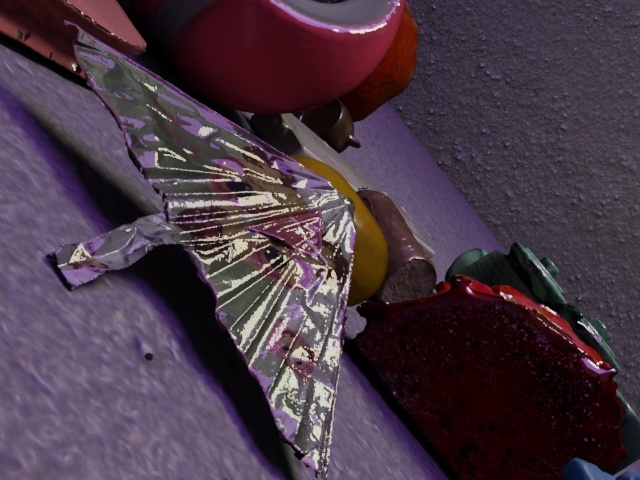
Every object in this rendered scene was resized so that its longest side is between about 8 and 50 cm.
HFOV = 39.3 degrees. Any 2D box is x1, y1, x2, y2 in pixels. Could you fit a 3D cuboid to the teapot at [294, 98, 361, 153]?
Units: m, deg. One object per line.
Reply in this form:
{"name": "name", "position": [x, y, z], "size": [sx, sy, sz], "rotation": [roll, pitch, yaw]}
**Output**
{"name": "teapot", "position": [0.008, -0.157, 1.278], "size": [0.121, 0.076, 0.068], "rotation": [21, -20, 40]}

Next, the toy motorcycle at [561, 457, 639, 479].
{"name": "toy motorcycle", "position": [0.135, 0.219, 0.231], "size": [0.172, 0.232, 0.416], "rotation": [32, 18, -20]}

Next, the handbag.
{"name": "handbag", "position": [-0.227, -0.205, 0.633], "size": [0.157, 0.059, 0.212], "rotation": [57, 13, 26]}

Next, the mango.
{"name": "mango", "position": [0.000, 0.000, 0.733], "size": [0.137, 0.098, 0.195], "rotation": [51, 6, 23]}

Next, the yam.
{"name": "yam", "position": [0.070, 0.010, 0.977], "size": [0.084, 0.084, 0.127], "rotation": [37, 15, -45]}

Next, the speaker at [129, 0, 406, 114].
{"name": "speaker", "position": [-0.051, -0.267, 0.939], "size": [0.294, 0.294, 0.294], "rotation": [46, 13, -14]}

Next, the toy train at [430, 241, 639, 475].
{"name": "toy train", "position": [0.251, 0.141, 1.032], "size": [0.238, 0.167, 0.299], "rotation": [47, 13, -38]}

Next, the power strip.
{"name": "power strip", "position": [0.042, -0.061, 1.166], "size": [0.367, 0.043, 0.106], "rotation": [34, 20, -48]}

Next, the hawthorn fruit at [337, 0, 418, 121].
{"name": "hawthorn fruit", "position": [0.018, -0.328, 1.385], "size": [0.254, 0.254, 0.300], "rotation": [57, 7, 31]}

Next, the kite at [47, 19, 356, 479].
{"name": "kite", "position": [-0.052, -0.008, 0.551], "size": [0.267, 0.013, 0.323], "rotation": [-12, 68, -51]}

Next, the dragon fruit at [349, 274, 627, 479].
{"name": "dragon fruit", "position": [0.144, 0.130, 0.771], "size": [0.262, 0.163, 0.189], "rotation": [49, -15, 2]}
